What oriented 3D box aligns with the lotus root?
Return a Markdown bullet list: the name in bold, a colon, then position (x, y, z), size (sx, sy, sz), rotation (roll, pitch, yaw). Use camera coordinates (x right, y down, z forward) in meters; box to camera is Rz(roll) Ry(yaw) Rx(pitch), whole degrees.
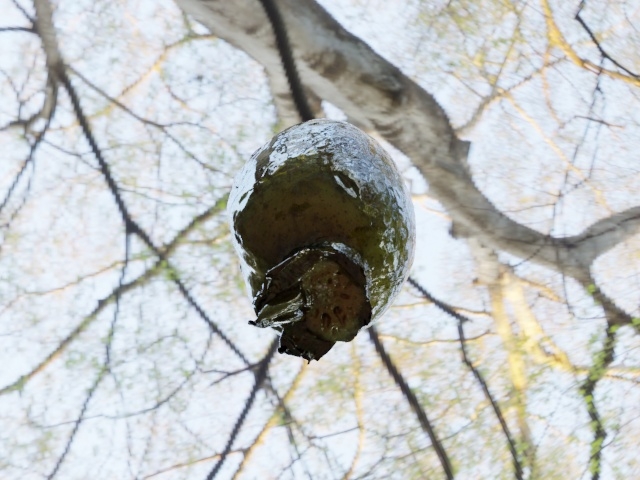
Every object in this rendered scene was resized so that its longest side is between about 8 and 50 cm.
- **lotus root**: position (0.002, 0.000, 0.884), size (0.154, 0.278, 0.154), rotation (0, -69, 1)
